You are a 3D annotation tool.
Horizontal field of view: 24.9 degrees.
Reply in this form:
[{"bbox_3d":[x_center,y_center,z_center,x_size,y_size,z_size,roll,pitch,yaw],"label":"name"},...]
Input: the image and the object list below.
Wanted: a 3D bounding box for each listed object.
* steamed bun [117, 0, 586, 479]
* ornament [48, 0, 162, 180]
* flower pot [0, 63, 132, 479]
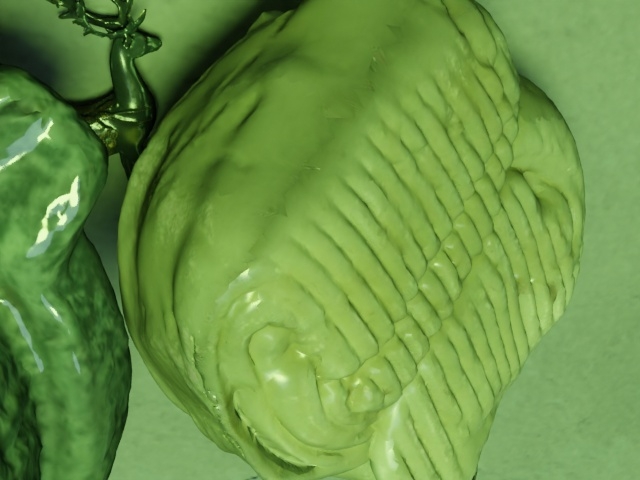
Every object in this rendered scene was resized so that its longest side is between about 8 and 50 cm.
[{"bbox_3d":[0.001,0.001,0.602,0.218,0.144,0.211,-60,139,-25],"label":"steamed bun"},{"bbox_3d":[-0.101,-0.058,0.619,0.073,0.028,0.125,-9,128,-7],"label":"ornament"},{"bbox_3d":[-0.199,0.060,0.515,0.299,0.283,0.299,0,119,1],"label":"flower pot"}]
